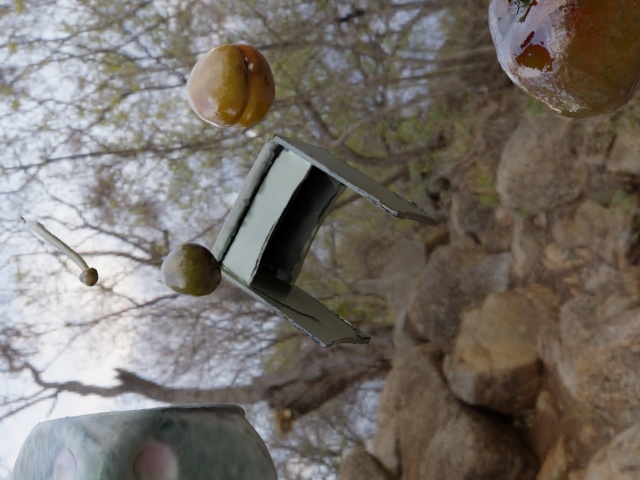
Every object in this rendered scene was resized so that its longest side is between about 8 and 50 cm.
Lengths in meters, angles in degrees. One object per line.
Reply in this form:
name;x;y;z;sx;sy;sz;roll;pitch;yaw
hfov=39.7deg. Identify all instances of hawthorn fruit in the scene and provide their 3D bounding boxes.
hawthorn fruit;0.399;-0.352;1.424;0.301;0.268;0.267;27;-136;-18

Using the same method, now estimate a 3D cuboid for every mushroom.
mushroom;-0.533;0.002;1.754;0.043;0.306;0.068;-24;-46;-38

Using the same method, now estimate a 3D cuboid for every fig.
fig;-0.190;0.046;1.238;0.084;0.098;0.082;-64;-44;-77

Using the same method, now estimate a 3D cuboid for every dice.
dice;-0.280;0.432;1.392;0.331;0.328;0.348;12;-111;-39

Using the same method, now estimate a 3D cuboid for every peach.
peach;-0.140;-0.247;1.406;0.138;0.138;0.138;-6;-90;-73

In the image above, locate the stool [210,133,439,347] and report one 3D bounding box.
stool;0.000;0.000;1.439;0.170;0.270;0.243;6;-65;-61
